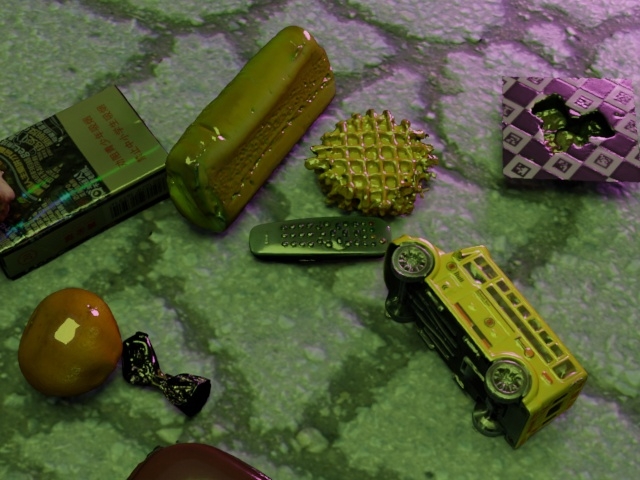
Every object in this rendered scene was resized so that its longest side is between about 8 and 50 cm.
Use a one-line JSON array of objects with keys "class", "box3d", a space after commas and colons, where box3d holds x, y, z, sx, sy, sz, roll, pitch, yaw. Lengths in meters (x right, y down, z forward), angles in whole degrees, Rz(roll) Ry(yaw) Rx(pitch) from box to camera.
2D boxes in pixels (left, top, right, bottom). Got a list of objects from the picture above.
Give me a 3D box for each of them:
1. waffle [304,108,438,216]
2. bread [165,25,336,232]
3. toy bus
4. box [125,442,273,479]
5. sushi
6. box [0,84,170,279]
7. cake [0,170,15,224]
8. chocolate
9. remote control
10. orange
[{"class": "waffle", "box3d": [0.086, -0.121, 1.810, 0.197, 0.070, 0.193, 27, 60, 12]}, {"class": "bread", "box3d": [-0.117, -0.185, 1.798, 0.112, 0.166, 0.383, 13, 53, 36]}, {"class": "toy bus", "box3d": [0.224, 0.123, 1.610, 0.152, 0.144, 0.330, -29, 63, -18]}, {"class": "box", "box3d": [-0.197, 0.447, 1.413, 0.263, 0.108, 0.404, 26, 61, 16]}, {"class": "sushi", "box3d": [0.410, -0.173, 1.863, 0.220, 0.047, 0.231, 2, 53, 6]}, {"class": "box", "box3d": [-0.404, -0.097, 1.774, 0.310, 0.084, 0.198, -30, 63, -19]}, {"class": "cake", "box3d": [-0.646, -0.072, 1.607, 0.282, 0.256, 0.290, -48, 63, 6]}, {"class": "chocolate", "box3d": [-0.228, 0.195, 1.613, 0.147, 0.070, 0.072, 29, 71, 28]}, {"class": "remote control", "box3d": [0.000, 0.000, 1.744, 0.222, 0.042, 0.072, -2, 57, -4]}, {"class": "orange", "box3d": [-0.349, 0.146, 1.585, 0.136, 0.159, 0.159, 30, 57, -16]}]
